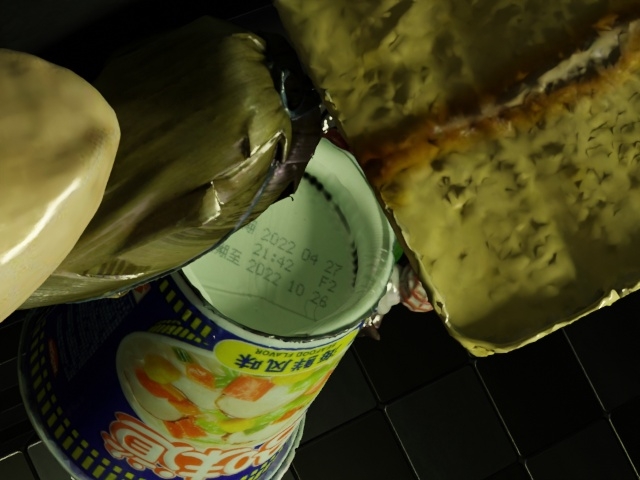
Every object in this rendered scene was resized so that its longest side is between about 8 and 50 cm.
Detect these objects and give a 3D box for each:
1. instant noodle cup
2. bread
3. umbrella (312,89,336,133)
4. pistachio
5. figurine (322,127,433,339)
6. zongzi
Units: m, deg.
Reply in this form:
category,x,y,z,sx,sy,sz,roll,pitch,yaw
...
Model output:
category,x,y,z,sx,sy,sz,roll,pitch,yaw
instant noodle cup,-0.086,0.059,1.243,0.284,0.284,0.312,-22,164,-32
bread,0.135,-0.097,0.798,0.236,0.263,0.198,-29,178,44
umbrella,0.071,-0.133,1.190,0.250,0.052,0.053,-23,-153,-31
pistachio,-0.208,-0.014,0.701,0.229,0.157,0.157,-30,175,-22
figurine,0.000,0.000,1.503,0.281,0.167,0.370,9,156,-7
zongzi,-0.155,-0.031,0.824,0.274,0.125,0.250,-11,165,-46
